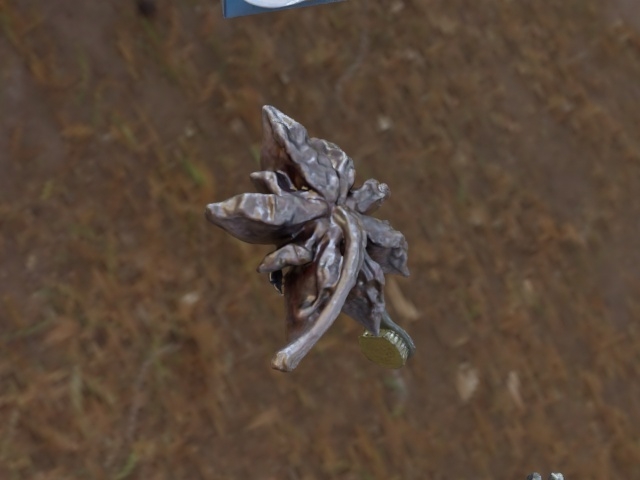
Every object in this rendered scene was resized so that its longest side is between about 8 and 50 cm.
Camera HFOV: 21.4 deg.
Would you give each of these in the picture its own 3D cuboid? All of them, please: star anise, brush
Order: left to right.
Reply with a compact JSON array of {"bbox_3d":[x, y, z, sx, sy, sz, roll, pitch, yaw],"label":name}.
[{"bbox_3d":[0.000,0.001,1.442,0.209,0.089,0.231,4,62,-36],"label":"star anise"},{"bbox_3d":[0.024,0.026,1.710,0.027,0.062,0.266,-50,123,-35],"label":"brush"}]

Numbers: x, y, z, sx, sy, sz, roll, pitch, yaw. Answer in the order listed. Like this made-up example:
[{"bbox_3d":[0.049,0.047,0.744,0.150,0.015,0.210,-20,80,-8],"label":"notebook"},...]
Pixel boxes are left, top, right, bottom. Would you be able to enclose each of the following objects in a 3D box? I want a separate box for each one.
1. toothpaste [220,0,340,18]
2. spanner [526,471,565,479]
[{"bbox_3d":[0.032,-0.174,1.059,0.044,0.193,0.070,96,-17,-66],"label":"toothpaste"},{"bbox_3d":[0.222,0.330,1.566,0.015,0.054,0.255,14,56,-31],"label":"spanner"}]
